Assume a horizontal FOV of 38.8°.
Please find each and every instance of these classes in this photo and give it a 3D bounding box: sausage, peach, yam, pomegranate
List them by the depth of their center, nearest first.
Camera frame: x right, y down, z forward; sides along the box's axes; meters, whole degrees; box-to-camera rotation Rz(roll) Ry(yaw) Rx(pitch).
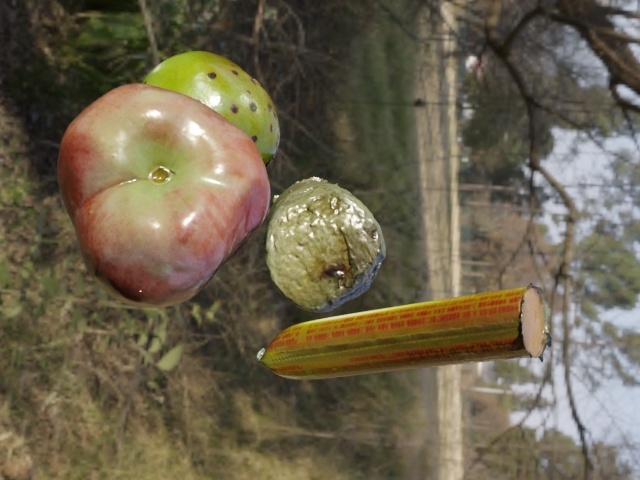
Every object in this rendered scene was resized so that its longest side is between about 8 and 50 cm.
[{"bbox_3d":[-0.117,-0.023,0.646,0.152,0.152,0.152,4,90,-83],"label":"peach"},{"bbox_3d":[0.071,0.112,1.003,0.082,0.371,0.082,19,66,-49],"label":"sausage"},{"bbox_3d":[-0.199,-0.150,1.383,0.231,0.286,0.231,43,26,-27],"label":"pomegranate"},{"bbox_3d":[0.000,0.000,1.489,0.300,0.195,0.195,-115,-152,-81],"label":"yam"}]
